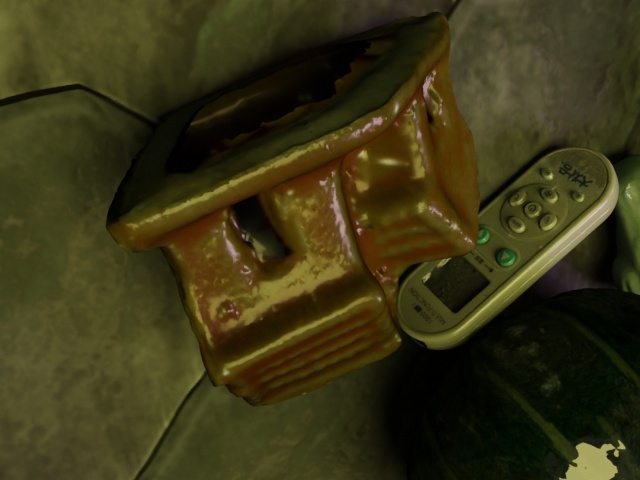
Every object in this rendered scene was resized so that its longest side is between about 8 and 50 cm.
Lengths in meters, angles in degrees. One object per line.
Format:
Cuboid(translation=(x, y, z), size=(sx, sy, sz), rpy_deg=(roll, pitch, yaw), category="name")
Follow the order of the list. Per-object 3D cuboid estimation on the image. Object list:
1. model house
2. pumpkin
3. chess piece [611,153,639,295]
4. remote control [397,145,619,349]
Cuboid(translation=(0.011, -0.002, 0.608), size=(0.268, 0.173, 0.239), rpy_deg=(-24, 117, -9), category="model house")
Cuboid(translation=(0.206, 0.179, 0.742), size=(0.300, 0.207, 0.300), rpy_deg=(-23, 134, -26), category="pumpkin")
Cuboid(translation=(0.372, -0.060, 0.763), size=(0.175, 0.176, 0.298), rpy_deg=(36, 108, -30), category="chess piece")
Cuboid(translation=(0.156, 0.007, 0.727), size=(0.221, 0.078, 0.042), rpy_deg=(-42, 139, -1), category="remote control")
